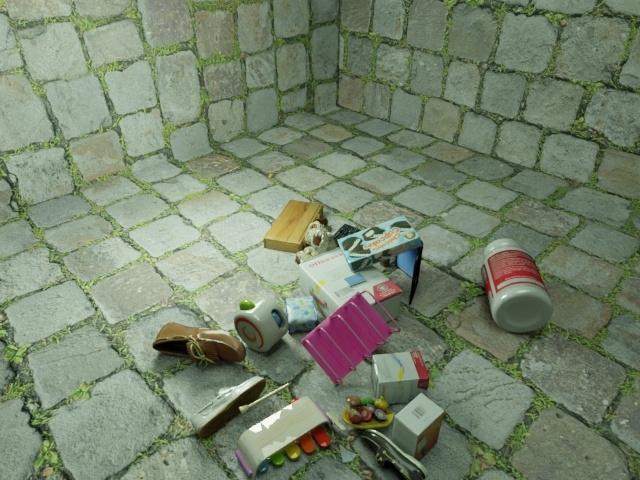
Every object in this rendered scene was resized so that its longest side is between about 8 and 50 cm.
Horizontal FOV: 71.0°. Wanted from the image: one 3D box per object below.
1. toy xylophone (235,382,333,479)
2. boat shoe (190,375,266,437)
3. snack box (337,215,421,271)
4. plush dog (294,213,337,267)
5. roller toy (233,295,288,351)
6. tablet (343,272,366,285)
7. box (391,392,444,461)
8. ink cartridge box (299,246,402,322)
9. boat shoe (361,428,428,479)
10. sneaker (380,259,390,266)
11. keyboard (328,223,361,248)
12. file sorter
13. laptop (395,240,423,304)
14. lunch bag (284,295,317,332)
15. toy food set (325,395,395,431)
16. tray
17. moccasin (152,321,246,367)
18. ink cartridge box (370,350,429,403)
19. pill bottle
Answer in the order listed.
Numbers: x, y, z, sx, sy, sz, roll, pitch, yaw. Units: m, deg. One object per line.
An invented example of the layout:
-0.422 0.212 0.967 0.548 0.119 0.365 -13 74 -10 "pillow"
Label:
-0.126 0.600 1.449 0.323 0.081 0.236 -16 38 -22 "toy xylophone"
-0.314 0.539 1.524 0.277 0.098 0.096 -29 45 -33 "boat shoe"
0.254 0.010 1.961 0.322 0.060 0.187 -21 36 -2 "snack box"
0.000 0.000 2.181 0.211 0.262 0.225 8 50 -29 "plush dog"
-0.227 0.324 1.755 0.191 0.209 0.146 33 44 20 "roller toy"
0.141 0.162 1.859 0.083 0.006 0.054 -17 38 -25 "tablet"
0.298 0.586 1.388 0.130 0.170 0.091 -27 42 -33 "box"
0.118 0.212 1.935 0.279 0.160 0.385 -19 39 -25 "ink cartridge box"
0.210 0.660 1.360 0.228 0.081 0.069 23 47 37 "boat shoe"
0.302 0.049 2.246 0.066 0.071 0.188 -10 37 -14 "sneaker"
0.069 -0.006 2.364 0.201 0.033 0.317 17 38 24 "keyboard"
0.107 0.339 1.591 0.291 0.182 0.202 -39 83 -13 "file sorter"
0.380 0.109 2.018 0.136 0.234 0.264 11 37 18 "laptop"
-0.081 0.300 1.865 0.129 0.096 0.151 -5 48 -7 "lunch bag"
0.141 0.552 1.470 0.218 0.071 0.128 1 9 -21 "toy food set"
-0.139 -0.086 2.443 0.203 0.076 0.411 9 35 13 "tray"
-0.458 0.401 1.689 0.380 0.139 0.147 10 37 15 "moccasin"
0.273 0.482 1.574 0.176 0.128 0.127 -3 35 -5 "ink cartridge box"
0.821 0.175 1.923 0.229 0.229 0.407 4 35 6 "pill bottle"
